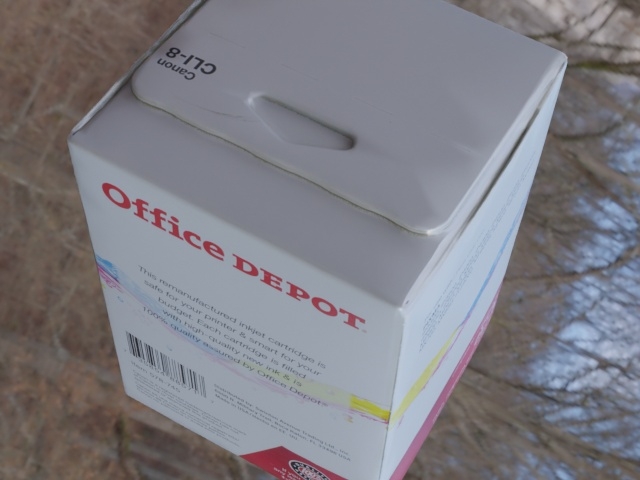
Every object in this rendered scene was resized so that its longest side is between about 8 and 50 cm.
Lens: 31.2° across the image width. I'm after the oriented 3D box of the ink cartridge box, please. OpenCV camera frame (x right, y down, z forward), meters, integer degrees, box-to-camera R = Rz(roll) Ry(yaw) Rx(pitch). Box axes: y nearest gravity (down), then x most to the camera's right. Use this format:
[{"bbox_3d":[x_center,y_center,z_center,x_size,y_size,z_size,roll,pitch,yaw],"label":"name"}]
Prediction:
[{"bbox_3d":[0.000,0.000,0.444,0.127,0.128,0.176,-54,163,-30],"label":"ink cartridge box"}]
